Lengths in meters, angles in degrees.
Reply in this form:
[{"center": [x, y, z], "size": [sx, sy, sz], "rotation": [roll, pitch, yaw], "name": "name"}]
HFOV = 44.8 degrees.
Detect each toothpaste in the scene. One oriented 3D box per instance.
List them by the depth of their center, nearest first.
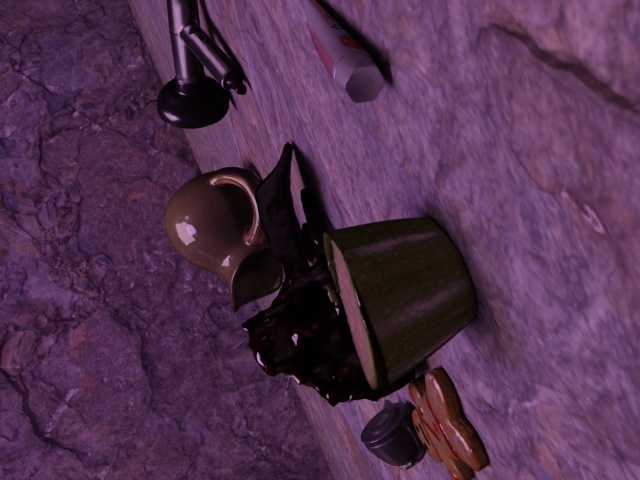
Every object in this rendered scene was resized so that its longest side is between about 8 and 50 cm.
[{"center": [0.013, -0.198, 0.793], "size": [0.194, 0.043, 0.067], "rotation": [-117, 8, -50], "name": "toothpaste"}]

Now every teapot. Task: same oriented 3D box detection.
[{"center": [0.130, 0.309, 1.239], "size": [0.092, 0.124, 0.091], "rotation": [-30, 102, 39], "name": "teapot"}]

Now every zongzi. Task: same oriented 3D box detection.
[{"center": [-0.013, -0.007, 1.363], "size": [0.083, 0.040, 0.076], "rotation": [-93, -8, -67], "name": "zongzi"}]

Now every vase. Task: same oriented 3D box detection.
[{"center": [-0.207, -0.033, 1.846], "size": [0.302, 0.241, 0.329], "rotation": [50, 138, 19], "name": "vase"}]

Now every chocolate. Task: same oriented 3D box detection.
[{"center": [-0.014, 0.149, 1.047], "size": [0.224, 0.177, 0.206], "rotation": [23, 125, 47], "name": "chocolate"}]

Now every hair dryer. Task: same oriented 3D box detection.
[{"center": [-0.249, -0.324, 1.536], "size": [0.320, 0.156, 0.284], "rotation": [98, 159, -55], "name": "hair dryer"}]

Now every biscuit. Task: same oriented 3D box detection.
[{"center": [0.162, 0.255, 1.047], "size": [0.234, 0.030, 0.153], "rotation": [105, 143, -73], "name": "biscuit"}]

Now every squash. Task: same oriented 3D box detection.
[{"center": [0.074, 0.053, 0.789], "size": [0.170, 0.123, 0.170], "rotation": [156, 90, -80], "name": "squash"}]

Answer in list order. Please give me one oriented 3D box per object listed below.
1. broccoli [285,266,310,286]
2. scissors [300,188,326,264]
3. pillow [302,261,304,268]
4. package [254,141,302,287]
[{"center": [0.005, 0.107, 1.244], "size": [0.138, 0.145, 0.162], "rotation": [30, -166, -15], "name": "broccoli"}, {"center": [0.000, 0.000, 1.227], "size": [0.017, 0.088, 0.220], "rotation": [71, -179, -55], "name": "scissors"}, {"center": [-0.067, -0.002, 1.621], "size": [0.217, 0.033, 0.130], "rotation": [76, 169, -45], "name": "pillow"}, {"center": [-0.058, -0.023, 1.276], "size": [0.154, 0.030, 0.239], "rotation": [-66, -28, -52], "name": "package"}]
